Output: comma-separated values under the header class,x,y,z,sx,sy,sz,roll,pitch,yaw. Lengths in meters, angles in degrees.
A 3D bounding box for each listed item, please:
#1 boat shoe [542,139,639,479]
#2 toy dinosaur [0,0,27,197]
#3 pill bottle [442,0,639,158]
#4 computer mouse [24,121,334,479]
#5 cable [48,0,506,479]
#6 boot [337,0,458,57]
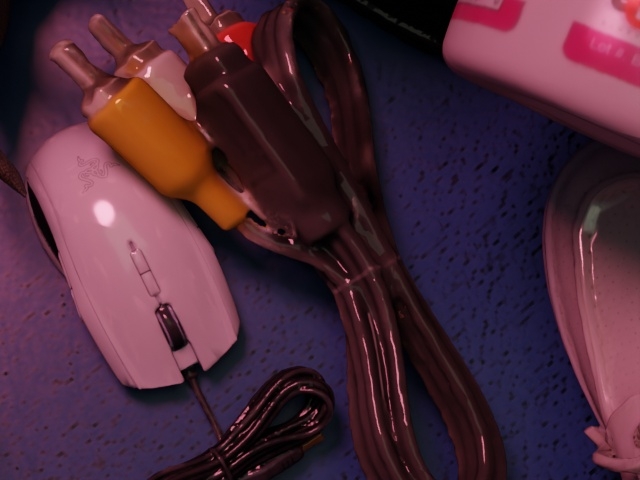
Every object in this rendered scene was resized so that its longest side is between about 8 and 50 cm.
class,x,y,z,sx,sy,sz,roll,pitch,yaw
boat shoe,0.177,0.101,0.715,0.136,0.156,0.367,-28,68,19
toy dinosaur,-0.165,-0.174,0.792,0.121,0.160,0.313,-24,91,-28
pill bottle,0.175,-0.169,0.693,0.160,0.160,0.283,24,95,0
computer mouse,-0.077,0.030,0.798,0.106,0.042,0.193,-29,82,-10
cable,0.000,0.000,0.810,0.139,0.072,0.287,-35,93,-45
boot,0.040,-0.162,0.765,0.246,0.207,0.094,21,81,-1
